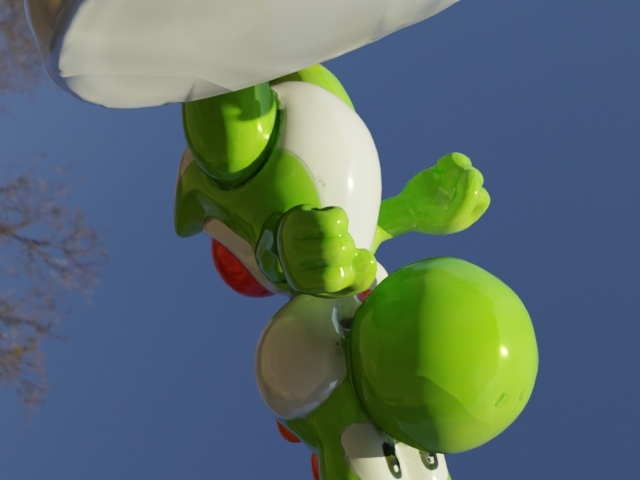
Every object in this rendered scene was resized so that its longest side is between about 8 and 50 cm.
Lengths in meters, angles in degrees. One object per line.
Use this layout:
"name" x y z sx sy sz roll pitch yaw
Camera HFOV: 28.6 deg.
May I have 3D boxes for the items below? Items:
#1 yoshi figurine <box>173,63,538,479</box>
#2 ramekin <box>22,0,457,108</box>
"yoshi figurine" 0.025 -0.011 0.758 0.203 0.203 0.362 -17 -104 -11
"ramekin" 0.012 -0.161 0.420 0.273 0.273 0.127 -27 -95 21
